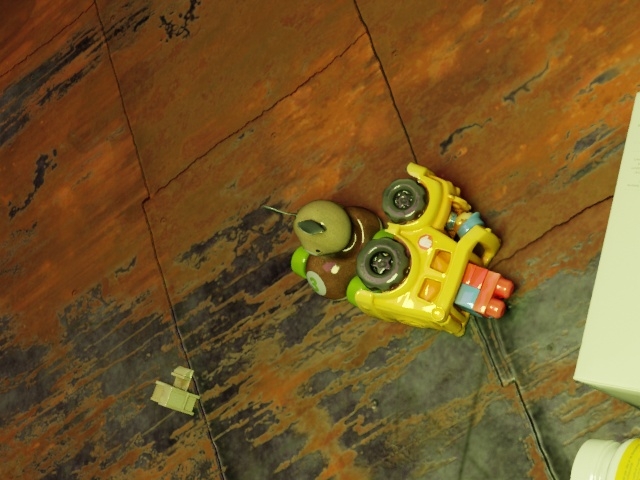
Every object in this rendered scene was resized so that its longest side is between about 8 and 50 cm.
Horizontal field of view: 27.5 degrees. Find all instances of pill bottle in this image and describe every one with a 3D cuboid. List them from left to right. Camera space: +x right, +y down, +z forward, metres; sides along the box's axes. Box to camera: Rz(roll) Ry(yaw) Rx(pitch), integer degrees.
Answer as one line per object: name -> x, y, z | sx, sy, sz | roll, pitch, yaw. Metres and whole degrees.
pill bottle -> 0.409, 0.298, 1.538 | 0.209, 0.119, 0.119 | 5, 76, 38

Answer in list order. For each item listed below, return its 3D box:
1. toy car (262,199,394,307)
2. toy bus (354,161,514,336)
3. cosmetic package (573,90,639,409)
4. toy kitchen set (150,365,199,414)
toy car -> 0.000, 0.000, 1.922 | 0.155, 0.188, 0.148 | 27, 91, 41
toy bus -> 0.179, 0.024, 1.818 | 0.212, 0.149, 0.220 | 16, 81, 27
cosmetic package -> 0.447, 0.023, 1.566 | 0.155, 0.197, 0.365 | 8, 77, 39
toy kitchen set -> -0.244, 0.231, 2.096 | 0.083, 0.075, 0.068 | 14, 81, 36
